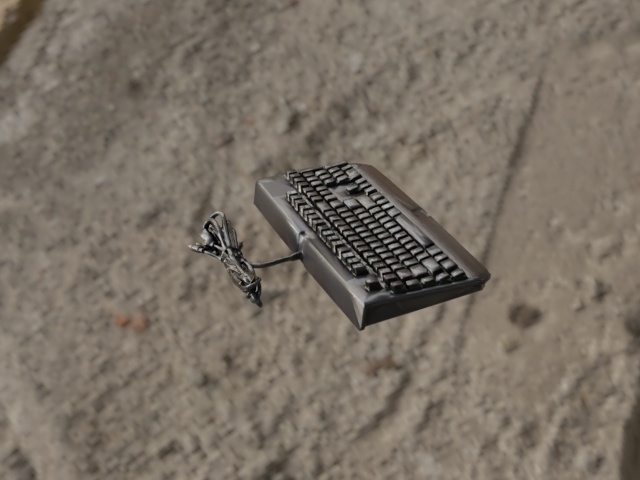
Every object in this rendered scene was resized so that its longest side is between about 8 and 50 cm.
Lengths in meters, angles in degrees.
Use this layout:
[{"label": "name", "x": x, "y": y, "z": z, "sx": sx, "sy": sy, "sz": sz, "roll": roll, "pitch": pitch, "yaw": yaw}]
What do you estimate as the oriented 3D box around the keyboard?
[{"label": "keyboard", "x": 0.000, "y": 0.000, "z": 1.389, "sx": 0.201, "sy": 0.033, "sz": 0.317, "roll": -17, "pitch": 24, "yaw": -12}]
